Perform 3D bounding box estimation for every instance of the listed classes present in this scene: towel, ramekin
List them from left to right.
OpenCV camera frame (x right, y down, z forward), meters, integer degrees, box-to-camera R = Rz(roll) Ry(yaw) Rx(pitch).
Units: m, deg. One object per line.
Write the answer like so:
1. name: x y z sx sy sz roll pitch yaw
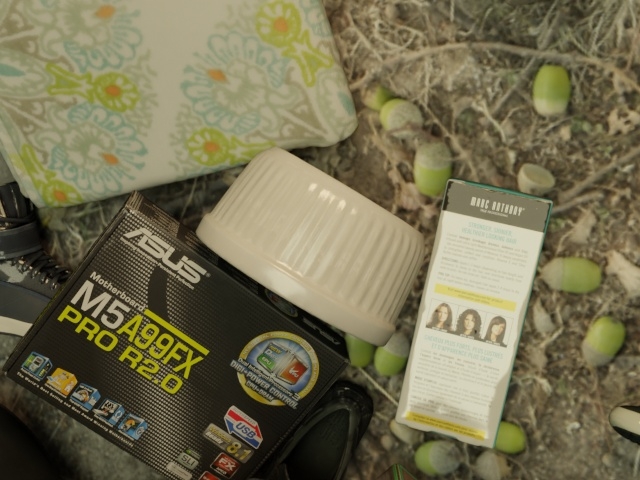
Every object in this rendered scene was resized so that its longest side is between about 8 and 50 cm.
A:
1. towel: -0.183 -0.205 0.891 0.374 0.090 0.320 -12 123 15
2. ramekin: 0.000 0.000 0.870 0.207 0.207 0.109 32 92 9

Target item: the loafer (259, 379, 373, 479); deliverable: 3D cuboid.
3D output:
1. loafer: -0.021 0.243 0.954 0.076 0.078 0.223 31 102 8

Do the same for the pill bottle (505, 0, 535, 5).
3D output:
1. pill bottle: 0.173 -0.365 0.812 0.161 0.161 0.283 -23 89 14

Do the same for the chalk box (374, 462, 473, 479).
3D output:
1. chalk box: 0.081 0.319 0.893 0.213 0.132 0.132 -42 105 14

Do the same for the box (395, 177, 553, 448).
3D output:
1. box: 0.148 0.068 0.908 0.100 0.060 0.244 14 98 12

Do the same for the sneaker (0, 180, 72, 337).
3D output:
1. sneaker: -0.296 0.021 0.999 0.226 0.086 0.163 4 98 14

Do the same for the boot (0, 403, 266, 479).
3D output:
1. boot: -0.197 0.276 0.863 0.445 0.146 0.367 -21 102 48

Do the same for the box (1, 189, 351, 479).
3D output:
1. box: -0.141 0.115 0.935 0.270 0.060 0.216 37 103 -14

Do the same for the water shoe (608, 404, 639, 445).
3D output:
1. water shoe: 0.373 0.163 0.868 0.203 0.073 0.080 9 75 9
